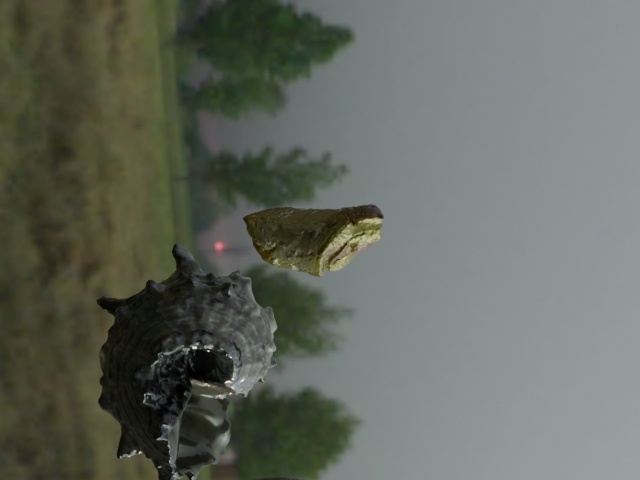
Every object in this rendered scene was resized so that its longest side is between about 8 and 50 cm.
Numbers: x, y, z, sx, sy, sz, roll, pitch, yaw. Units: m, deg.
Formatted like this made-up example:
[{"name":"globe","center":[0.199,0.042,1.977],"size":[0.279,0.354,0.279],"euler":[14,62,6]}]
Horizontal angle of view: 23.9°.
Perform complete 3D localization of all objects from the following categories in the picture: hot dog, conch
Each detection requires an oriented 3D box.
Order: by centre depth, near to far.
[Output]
[{"name":"hot dog","center":[0.000,0.001,1.401],"size":[0.169,0.078,0.061],"euler":[1,-70,44]},{"name":"conch","center":[-0.170,0.166,1.957],"size":[0.186,0.241,0.312],"euler":[6,-95,64]}]

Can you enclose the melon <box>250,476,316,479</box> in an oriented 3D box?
[{"name":"melon","center":[-0.059,0.376,1.619],"size":[0.302,0.237,0.237],"euler":[-23,-115,43]}]
